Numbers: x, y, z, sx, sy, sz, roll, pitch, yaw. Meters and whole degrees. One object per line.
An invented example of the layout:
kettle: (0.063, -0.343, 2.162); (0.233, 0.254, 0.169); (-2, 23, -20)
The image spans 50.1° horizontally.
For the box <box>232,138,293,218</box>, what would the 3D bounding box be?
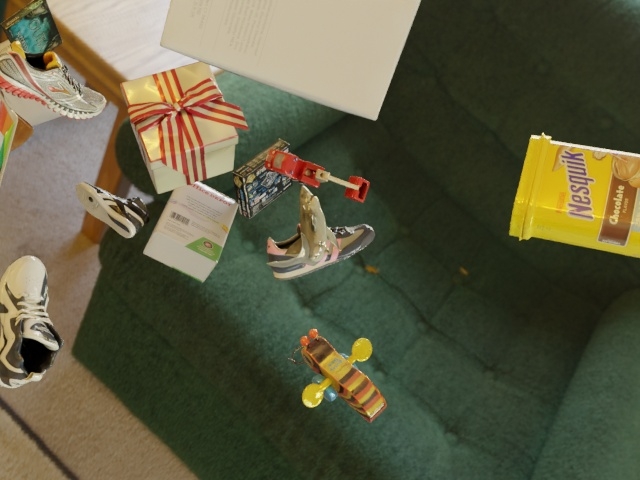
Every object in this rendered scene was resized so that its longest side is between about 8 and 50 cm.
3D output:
box: (-0.181, -0.198, 2.206); (0.051, 0.175, 0.220); (29, 53, 29)

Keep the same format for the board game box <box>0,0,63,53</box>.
board game box: (-0.735, -0.530, 1.756); (0.026, 0.186, 0.126); (42, 73, 6)

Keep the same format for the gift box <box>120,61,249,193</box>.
gift box: (-0.335, -0.274, 1.725); (0.255, 0.258, 0.276); (-25, 78, -15)

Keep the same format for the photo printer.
photo printer: (-0.903, -0.463, 2.052); (0.256, 0.307, 0.107); (58, 43, -32)

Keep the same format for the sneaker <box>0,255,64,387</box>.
sneaker: (-0.498, 0.140, 1.194); (0.094, 0.153, 0.235); (30, 63, -46)

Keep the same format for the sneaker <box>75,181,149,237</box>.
sneaker: (-0.594, -0.107, 1.991); (0.217, 0.079, 0.121); (41, 42, 1)

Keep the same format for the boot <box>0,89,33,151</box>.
boot: (-0.905, -0.283, 1.760); (0.096, 0.280, 0.264); (44, 75, 11)

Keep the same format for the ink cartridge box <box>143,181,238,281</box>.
ink cartridge box: (-0.389, -0.041, 2.088); (0.201, 0.117, 0.278); (28, 40, -14)

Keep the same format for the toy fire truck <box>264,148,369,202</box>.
toy fire truck: (-0.006, -0.134, 1.419); (0.192, 0.047, 0.135); (18, 0, -44)

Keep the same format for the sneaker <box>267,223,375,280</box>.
sneaker: (0.000, 0.000, 1.944); (0.319, 0.131, 0.112); (-23, 21, -10)

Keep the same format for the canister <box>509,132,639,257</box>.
canister: (0.317, -0.050, 0.791); (0.169, 0.073, 0.126); (12, 67, 18)

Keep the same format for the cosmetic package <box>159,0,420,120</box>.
cosmetic package: (-0.026, -0.235, 0.742); (0.224, 0.138, 0.224); (17, 14, -3)

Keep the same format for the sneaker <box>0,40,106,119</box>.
sneaker: (-0.503, -0.301, 1.303); (0.225, 0.093, 0.088); (18, 30, -51)

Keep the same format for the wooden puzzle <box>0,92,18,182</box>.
wooden puzzle: (-0.700, -0.206, 1.453); (0.044, 0.238, 0.221); (12, 80, -8)

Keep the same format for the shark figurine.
shark figurine: (-0.040, 0.015, 1.556); (0.166, 0.116, 0.278); (59, 21, -26)

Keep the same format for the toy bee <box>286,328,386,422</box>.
toy bee: (0.010, 0.288, 1.552); (0.298, 0.162, 0.195); (8, 49, 30)
